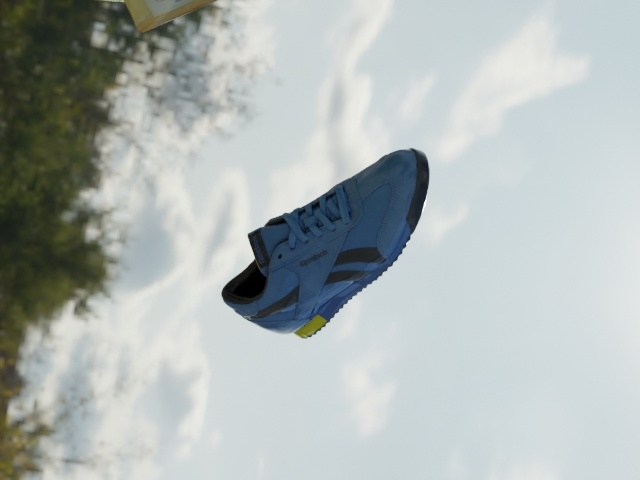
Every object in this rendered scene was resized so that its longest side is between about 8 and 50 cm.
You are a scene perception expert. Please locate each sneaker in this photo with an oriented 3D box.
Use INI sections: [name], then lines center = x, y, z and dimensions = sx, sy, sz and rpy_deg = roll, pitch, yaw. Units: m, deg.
[sneaker]
center = 0.000, 0.000, 1.059
dimensions = 0.209, 0.082, 0.069
rpy_deg = -46, -146, 38

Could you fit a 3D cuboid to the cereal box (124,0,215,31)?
[cereal box]
center = -0.058, -0.227, 0.759
dimensions = 0.240, 0.173, 0.047
rpy_deg = 70, -3, -60
